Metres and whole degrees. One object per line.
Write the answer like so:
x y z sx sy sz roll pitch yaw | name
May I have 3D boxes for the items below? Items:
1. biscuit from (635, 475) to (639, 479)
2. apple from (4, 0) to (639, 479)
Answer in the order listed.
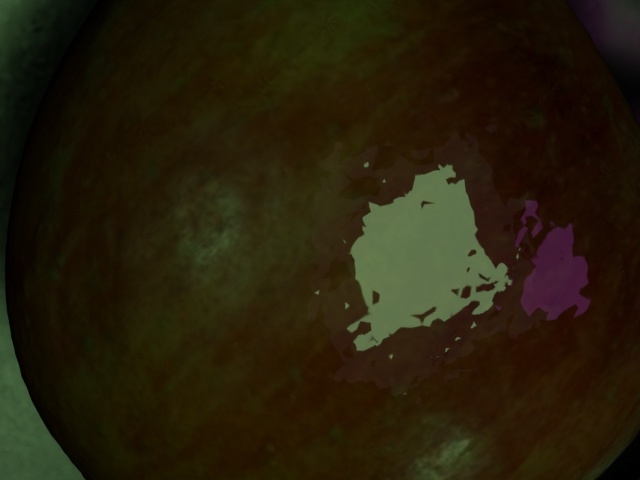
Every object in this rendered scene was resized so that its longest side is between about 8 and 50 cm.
0.079 0.283 0.977 0.426 0.078 0.144 -40 107 -4 | biscuit
0.000 0.000 0.805 0.301 0.301 0.301 -2 100 -14 | apple
